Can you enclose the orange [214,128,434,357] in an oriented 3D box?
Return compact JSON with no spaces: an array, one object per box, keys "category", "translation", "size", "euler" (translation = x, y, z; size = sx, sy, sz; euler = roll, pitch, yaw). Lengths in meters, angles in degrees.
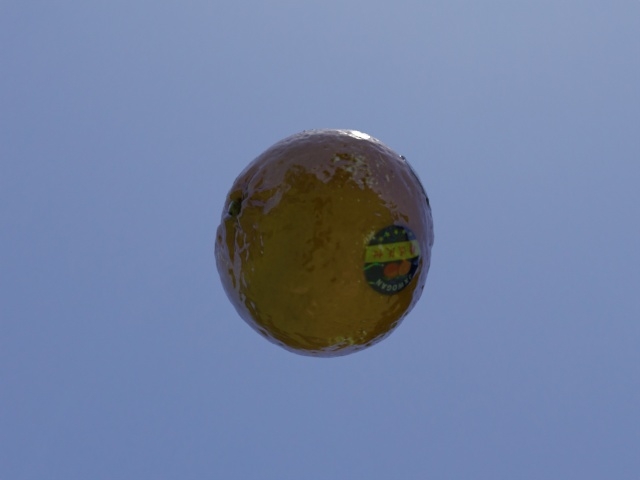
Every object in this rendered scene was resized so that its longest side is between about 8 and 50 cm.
[{"category":"orange","translation":[0.003,0.002,0.997],"size":[0.155,0.177,0.178],"euler":[-9,-56,-33]}]
